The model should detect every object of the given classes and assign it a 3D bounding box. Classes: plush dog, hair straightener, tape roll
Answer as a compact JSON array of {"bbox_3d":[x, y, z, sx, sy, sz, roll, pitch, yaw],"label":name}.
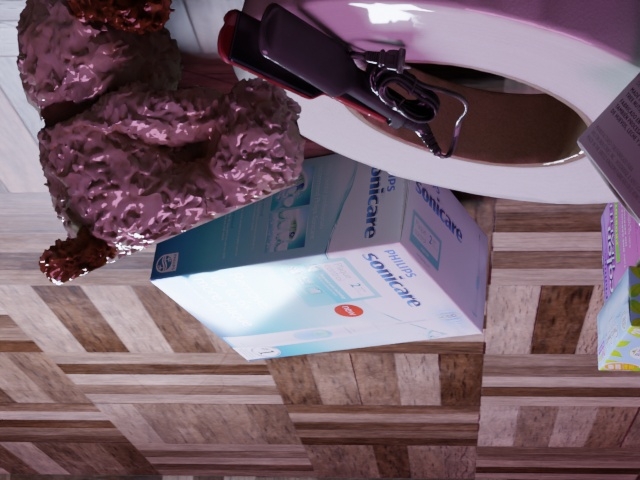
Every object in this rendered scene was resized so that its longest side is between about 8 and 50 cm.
[{"bbox_3d":[-0.169,-0.103,1.198,0.210,0.225,0.262,-24,-177,-30],"label":"plush dog"},{"bbox_3d":[0.034,-0.111,1.105,0.089,0.047,0.230,-2,158,45],"label":"hair straightener"},{"bbox_3d":[0.122,-0.128,1.195,0.392,0.072,0.392,12,164,4],"label":"tape roll"}]

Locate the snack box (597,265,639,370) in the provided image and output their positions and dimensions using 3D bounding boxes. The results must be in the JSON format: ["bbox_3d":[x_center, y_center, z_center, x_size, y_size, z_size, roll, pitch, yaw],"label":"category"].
[{"bbox_3d":[0.399,0.085,1.541,0.207,0.070,0.174,3,161,1],"label":"snack box"}]

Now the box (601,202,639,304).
[{"bbox_3d":[0.416,-0.011,1.549,0.213,0.117,0.243,1,160,0],"label":"box"}]

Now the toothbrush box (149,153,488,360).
[{"bbox_3d":[0.004,0.019,1.612,0.295,0.126,0.216,-9,148,26],"label":"toothbrush box"}]

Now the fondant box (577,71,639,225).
[{"bbox_3d":[0.371,-0.122,1.028,0.238,0.096,0.330,20,121,-43],"label":"fondant box"}]
